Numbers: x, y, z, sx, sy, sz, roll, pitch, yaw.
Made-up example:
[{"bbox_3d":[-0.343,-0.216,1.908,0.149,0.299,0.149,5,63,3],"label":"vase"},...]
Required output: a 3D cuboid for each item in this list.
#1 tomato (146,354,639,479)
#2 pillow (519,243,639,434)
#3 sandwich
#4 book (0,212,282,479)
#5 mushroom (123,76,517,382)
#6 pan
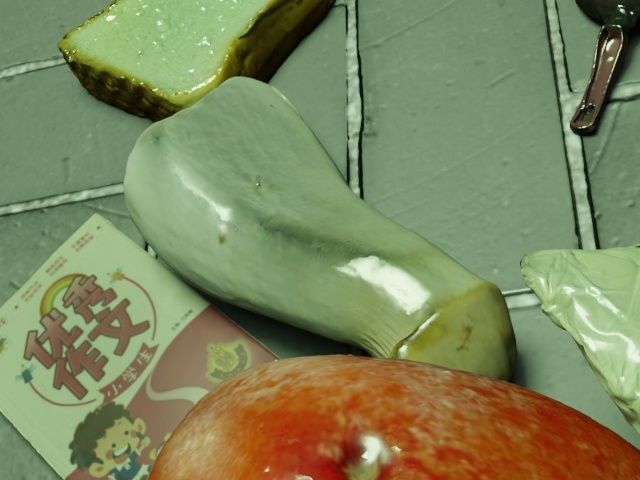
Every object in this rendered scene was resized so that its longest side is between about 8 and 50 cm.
[{"bbox_3d":[0.071,0.189,0.491,0.338,0.144,0.338,9,63,-17],"label":"tomato"},{"bbox_3d":[0.274,0.092,0.562,0.280,0.076,0.274,-7,46,-28],"label":"pillow"},{"bbox_3d":[-0.102,-0.199,0.970,0.186,0.065,0.215,28,71,33],"label":"sandwich"},{"bbox_3d":[-0.155,0.090,0.819,0.162,0.022,0.232,-46,55,-13],"label":"book"},{"bbox_3d":[0.000,0.000,0.761,0.328,0.122,0.159,35,83,35],"label":"mushroom"},{"bbox_3d":[0.229,-0.173,0.844,0.115,0.040,0.212,13,62,33],"label":"pan"}]
